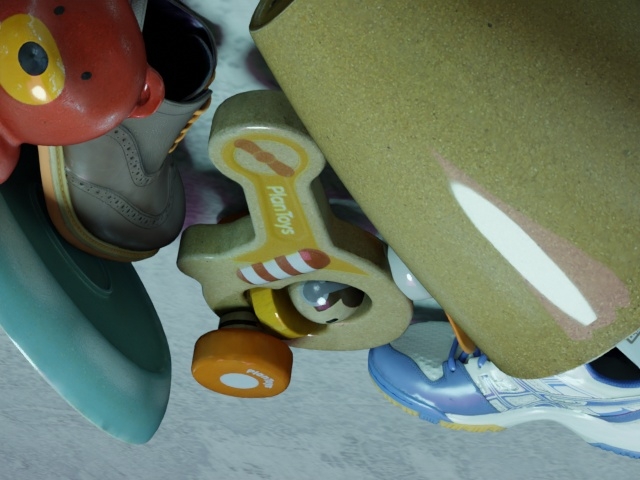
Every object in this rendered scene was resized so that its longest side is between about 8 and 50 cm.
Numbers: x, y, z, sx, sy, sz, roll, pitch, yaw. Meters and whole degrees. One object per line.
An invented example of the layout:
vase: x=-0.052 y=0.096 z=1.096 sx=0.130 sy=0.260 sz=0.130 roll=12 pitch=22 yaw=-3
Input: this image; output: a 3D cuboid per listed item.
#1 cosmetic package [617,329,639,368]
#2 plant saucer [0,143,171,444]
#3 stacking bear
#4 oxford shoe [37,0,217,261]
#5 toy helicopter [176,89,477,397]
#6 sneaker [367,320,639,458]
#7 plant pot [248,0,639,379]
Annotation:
cosmetic package: x=0.319 y=0.096 z=1.179 sx=0.117 sy=0.085 sz=0.231 roll=45 pitch=-169 yaw=34
plant saucer: x=-0.201 y=0.008 z=1.170 sx=0.043 sy=0.317 sz=0.317 roll=-33 pitch=141 yaw=6
stacking bear: x=-0.238 y=-0.076 z=0.886 sx=0.289 sy=0.175 sz=0.164 roll=-19 pitch=-176 yaw=2
oxford shoe: x=-0.132 y=-0.084 z=1.094 sx=0.132 sy=0.130 sz=0.364 roll=-4 pitch=155 yaw=7
toy helicopter: x=0.000 y=0.000 z=1.186 sx=0.235 sy=0.140 sz=0.355 roll=2 pitch=151 yaw=10
sneaker: x=0.189 y=0.098 z=1.357 sx=0.296 sy=0.112 sz=0.131 roll=7 pitch=136 yaw=8
plant pot: x=0.090 y=-0.085 z=0.910 sx=0.254 sy=0.237 sz=0.237 roll=38 pitch=146 yaw=-17
